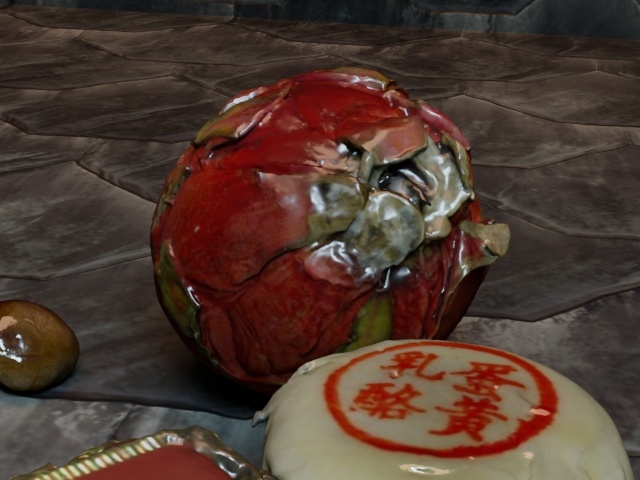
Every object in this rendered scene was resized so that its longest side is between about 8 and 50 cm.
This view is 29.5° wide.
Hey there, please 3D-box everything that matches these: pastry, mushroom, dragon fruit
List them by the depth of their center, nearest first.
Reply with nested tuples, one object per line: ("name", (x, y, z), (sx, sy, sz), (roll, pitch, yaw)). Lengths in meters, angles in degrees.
("pastry", (0.079, 0.161, 0.788), (0.264, 0.133, 0.265), (1, 25, 0))
("dragon fruit", (0.000, 0.000, 0.986), (0.277, 0.278, 0.342), (-1, 2, -7))
("mushroom", (-0.270, 0.090, 1.023), (0.129, 0.073, 0.088), (-5, 55, -8))

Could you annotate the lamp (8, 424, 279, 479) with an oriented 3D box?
("lamp", (-0.129, 0.202, 0.617), (0.274, 0.177, 0.177), (-17, 28, -37))
